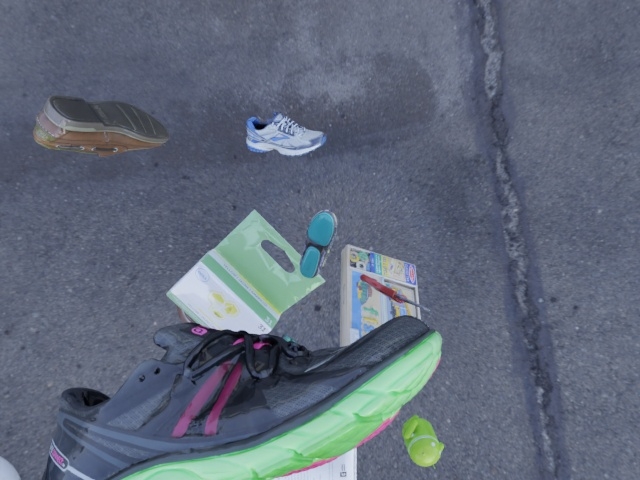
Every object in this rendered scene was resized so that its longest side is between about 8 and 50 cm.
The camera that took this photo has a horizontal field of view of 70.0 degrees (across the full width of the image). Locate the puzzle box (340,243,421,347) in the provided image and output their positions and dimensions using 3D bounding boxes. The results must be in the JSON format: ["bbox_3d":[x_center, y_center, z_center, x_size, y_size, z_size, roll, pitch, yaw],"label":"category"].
[{"bbox_3d":[0.195,0.219,1.461,0.273,0.052,0.408,17,49,-18],"label":"puzzle box"}]

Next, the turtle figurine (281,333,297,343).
[{"bbox_3d":[-0.166,0.316,1.099,0.175,0.118,0.234,36,77,-28],"label":"turtle figurine"}]

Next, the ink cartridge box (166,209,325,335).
[{"bbox_3d":[-0.133,0.082,0.779,0.171,0.056,0.235,46,124,-8],"label":"ink cartridge box"}]

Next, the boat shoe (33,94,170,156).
[{"bbox_3d":[-0.491,-0.250,1.042,0.104,0.307,0.110,-42,72,25],"label":"boat shoe"}]

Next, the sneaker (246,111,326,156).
[{"bbox_3d":[-0.058,-0.165,0.701,0.136,0.052,0.057,6,127,20],"label":"sneaker"}]

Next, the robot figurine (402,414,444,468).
[{"bbox_3d":[0.212,0.424,0.964,0.067,0.115,0.101,-41,105,9],"label":"robot figurine"}]

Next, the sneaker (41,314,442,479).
[{"bbox_3d":[-0.098,0.169,0.514,0.484,0.185,0.202,-19,65,1],"label":"sneaker"}]

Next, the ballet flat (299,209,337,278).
[{"bbox_3d":[0.000,0.000,0.617,0.041,0.041,0.114,22,126,3],"label":"ballet flat"}]

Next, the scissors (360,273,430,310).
[{"bbox_3d":[0.184,0.129,1.011,0.109,0.297,0.021,36,83,-24],"label":"scissors"}]

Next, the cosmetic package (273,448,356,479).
[{"bbox_3d":[-0.125,0.366,0.865,0.367,0.197,0.155,-1,99,-4],"label":"cosmetic package"}]

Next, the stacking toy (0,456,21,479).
[{"bbox_3d":[-0.425,0.523,0.632,0.351,0.350,0.478,-18,87,1],"label":"stacking toy"}]

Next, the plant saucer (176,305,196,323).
[{"bbox_3d":[-0.337,0.189,1.352,0.169,0.029,0.168,0,91,-18],"label":"plant saucer"}]
